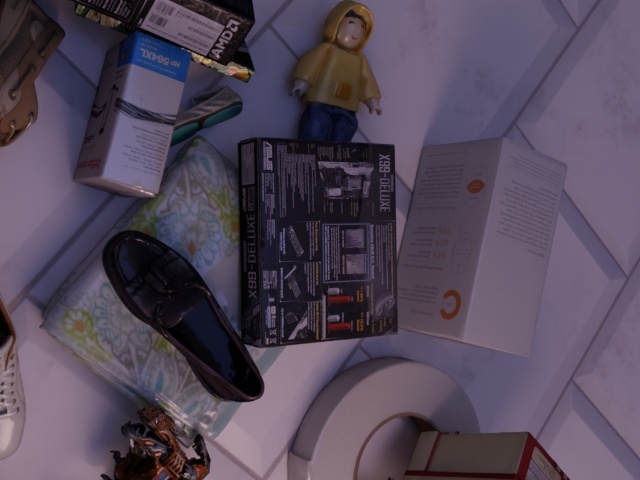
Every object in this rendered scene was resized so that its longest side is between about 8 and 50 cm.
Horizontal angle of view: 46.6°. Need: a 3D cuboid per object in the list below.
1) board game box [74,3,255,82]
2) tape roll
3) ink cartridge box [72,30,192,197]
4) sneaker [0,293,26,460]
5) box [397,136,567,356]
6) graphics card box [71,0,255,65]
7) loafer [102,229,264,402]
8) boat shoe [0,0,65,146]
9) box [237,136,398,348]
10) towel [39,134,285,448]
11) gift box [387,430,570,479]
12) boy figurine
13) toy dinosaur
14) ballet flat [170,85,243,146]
[{"bbox_3d":[-0.224,-0.315,1.074,0.259,0.136,0.030,17,127,-30],"label":"board game box"},{"bbox_3d":[0.125,0.404,1.332,0.392,0.072,0.392,-1,93,-32],"label":"tape roll"},{"bbox_3d":[-0.264,-0.168,1.034,0.086,0.148,0.203,17,82,-32],"label":"ink cartridge box"},{"bbox_3d":[-0.436,0.169,0.945,0.105,0.123,0.290,-15,110,-29],"label":"sneaker"},{"bbox_3d":[0.274,0.011,1.326,0.168,0.215,0.345,17,83,-31],"label":"box"},{"bbox_3d":[-0.272,-0.399,0.991,0.370,0.094,0.233,16,44,-30],"label":"graphics card box"},{"bbox_3d":[-0.176,0.106,1.028,0.109,0.095,0.302,-44,110,-22],"label":"loafer"},{"bbox_3d":[-0.402,-0.176,0.920,0.110,0.121,0.341,38,48,-38],"label":"boat shoe"},{"bbox_3d":[0.000,0.000,1.140,0.242,0.076,0.308,-2,91,-30],"label":"box"},{"bbox_3d":[-0.185,0.081,1.126,0.320,0.090,0.374,46,69,-25],"label":"towel"},{"bbox_3d":[0.276,0.465,1.243,0.255,0.258,0.276,53,47,-20],"label":"gift box"},{"bbox_3d":[0.035,-0.260,1.248,0.177,0.092,0.285,14,87,-28],"label":"boy figurine"},{"bbox_3d":[-0.240,0.394,1.060,0.218,0.164,0.322,-26,104,-33],"label":"toy dinosaur"},{"bbox_3d":[-0.197,-0.191,1.140,0.168,0.057,0.052,-30,78,-31],"label":"ballet flat"}]
